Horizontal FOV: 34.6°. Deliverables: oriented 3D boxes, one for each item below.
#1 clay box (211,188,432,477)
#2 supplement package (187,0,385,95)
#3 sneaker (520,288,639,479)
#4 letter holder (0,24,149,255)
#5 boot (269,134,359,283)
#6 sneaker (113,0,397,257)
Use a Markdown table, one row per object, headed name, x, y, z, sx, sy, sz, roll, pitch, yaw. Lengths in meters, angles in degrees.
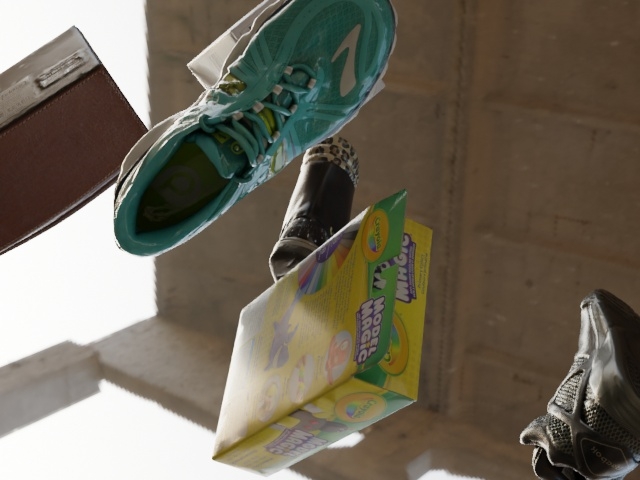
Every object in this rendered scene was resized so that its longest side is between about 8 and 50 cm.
| name | x | y | z | sx | sy | sz | roll | pitch | yaw |
| --- | --- | --- | --- | --- | --- | --- | --- | --- | --- |
| clay box | 0.006 | 0.068 | 0.692 | 0.222 | 0.053 | 0.127 | -38 | -145 | 49 |
| supplement package | -0.060 | -0.255 | 1.573 | 0.204 | 0.145 | 0.262 | 52 | -18 | -12 |
| sneaker | 0.221 | 0.124 | 0.838 | 0.087 | 0.227 | 0.130 | 36 | -66 | -5 |
| letter holder | -0.354 | -0.077 | 1.264 | 0.214 | 0.302 | 0.152 | 59 | -5 | -37 |
| boot | 0.002 | 0.000 | 1.251 | 0.085 | 0.178 | 0.236 | 11 | -26 | 10 |
| sneaker | -0.048 | -0.083 | 0.758 | 0.107 | 0.110 | 0.275 | 43 | -78 | -12 |
